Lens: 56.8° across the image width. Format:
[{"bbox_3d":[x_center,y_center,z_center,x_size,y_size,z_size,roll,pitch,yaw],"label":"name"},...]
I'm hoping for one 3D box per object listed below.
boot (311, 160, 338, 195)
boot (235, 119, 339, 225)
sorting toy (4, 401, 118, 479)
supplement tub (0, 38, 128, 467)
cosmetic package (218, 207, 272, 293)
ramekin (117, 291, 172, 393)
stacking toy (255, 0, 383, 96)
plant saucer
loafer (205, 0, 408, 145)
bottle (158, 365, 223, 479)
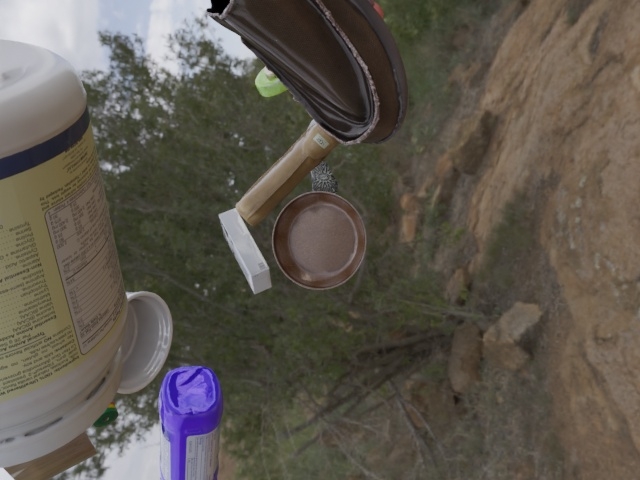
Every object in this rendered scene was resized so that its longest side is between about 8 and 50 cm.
[{"bbox_3d":[0.010,-0.106,1.716,0.208,0.076,0.190,93,174,-45],"label":"boot"},{"bbox_3d":[-0.065,-0.163,1.311,0.269,0.089,0.236,-45,3,10],"label":"boot"},{"bbox_3d":[-0.491,0.373,1.049,0.046,0.274,0.132,51,153,32],"label":"sorting toy"},{"bbox_3d":[-0.301,0.014,0.516,0.235,0.235,0.325,-91,2,-57],"label":"supplement tub"},{"bbox_3d":[-0.215,0.029,1.683,0.239,0.060,0.099,57,164,32],"label":"cosmetic package"},{"bbox_3d":[-0.549,0.269,1.631,0.277,0.135,0.277,-27,-59,-59],"label":"ramekin"},{"bbox_3d":[-0.037,-0.467,1.304,0.309,0.130,0.279,-3,47,39],"label":"stacking toy"},{"bbox_3d":[0.000,0.000,1.200,0.036,0.198,0.199,-4,-73,-74],"label":"plant saucer"},{"bbox_3d":[-0.056,-0.235,0.611,0.130,0.366,0.134,-46,10,-35],"label":"loafer"},{"bbox_3d":[-0.205,0.332,0.926,0.118,0.092,0.283,-114,28,-55],"label":"bottle"}]
